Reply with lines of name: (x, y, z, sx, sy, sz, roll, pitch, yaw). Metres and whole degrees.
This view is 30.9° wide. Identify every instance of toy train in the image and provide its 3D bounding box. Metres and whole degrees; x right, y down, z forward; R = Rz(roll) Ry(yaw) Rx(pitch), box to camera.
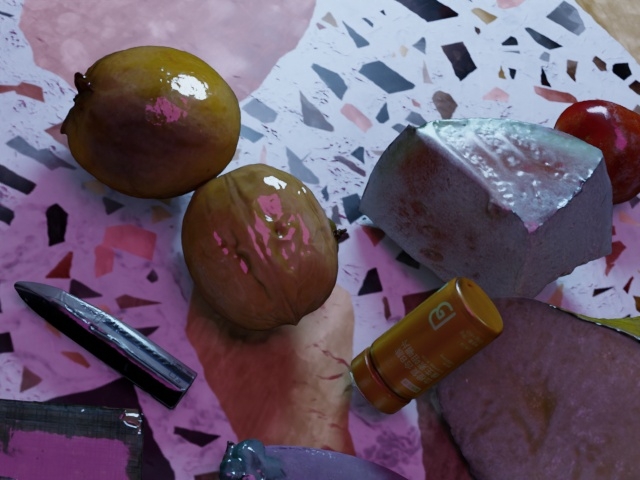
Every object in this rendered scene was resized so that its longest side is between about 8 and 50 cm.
toy train: (-0.269, 0.115, 1.446, 0.252, 0.055, 0.048, 36, 52, 0)

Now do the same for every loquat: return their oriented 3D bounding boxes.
loquat: (-0.220, -0.155, 1.551, 0.238, 0.193, 0.238, 17, 38, -14)

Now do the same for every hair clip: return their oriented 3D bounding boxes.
hair clip: (0.031, 0.323, 1.437, 0.359, 0.110, 0.095, 17, 94, -18)

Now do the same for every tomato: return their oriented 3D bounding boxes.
tomato: (0.469, -0.151, 1.886, 0.187, 0.151, 0.187, 13, 49, -16)

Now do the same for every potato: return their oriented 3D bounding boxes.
potato: (0.390, 0.229, 1.593, 0.397, 0.289, 0.296, 14, 9, 31)

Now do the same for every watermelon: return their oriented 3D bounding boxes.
watermelon: (0.260, -0.021, 1.650, 0.387, 0.228, 0.258, 13, 46, -10)

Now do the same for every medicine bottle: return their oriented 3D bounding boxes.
medicine bottle: (0.138, 0.137, 1.512, 0.096, 0.192, 0.096, 41, 24, -22)

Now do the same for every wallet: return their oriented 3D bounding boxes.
wallet: (-0.360, 0.258, 1.320, 0.317, 0.044, 0.169, 8, 58, -18)

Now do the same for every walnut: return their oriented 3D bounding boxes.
walnut: (-0.079, 0.012, 1.520, 0.195, 0.195, 0.221, -22, 78, -33)

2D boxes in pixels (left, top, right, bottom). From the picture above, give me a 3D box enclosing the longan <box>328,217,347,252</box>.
longan: (0.000, 0.000, 1.623, 0.075, 0.083, 0.075, 52, 28, -43)
